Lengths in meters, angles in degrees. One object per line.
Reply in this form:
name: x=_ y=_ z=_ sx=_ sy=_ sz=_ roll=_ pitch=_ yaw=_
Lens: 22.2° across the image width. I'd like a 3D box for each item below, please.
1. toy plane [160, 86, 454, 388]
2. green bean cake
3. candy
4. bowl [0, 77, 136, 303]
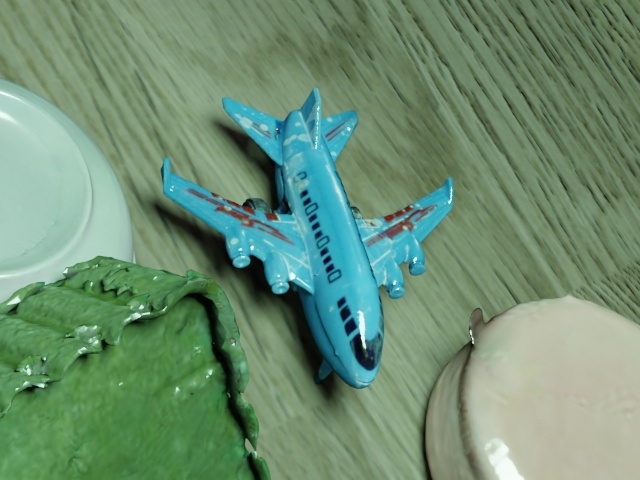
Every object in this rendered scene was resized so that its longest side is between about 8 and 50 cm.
toy plane: x=0.000 y=0.000 z=1.278 sx=0.254 sy=0.105 sz=0.271 roll=4 pitch=60 yaw=-25
green bean cake: x=-0.151 y=0.159 z=1.020 sx=0.241 sy=0.132 sz=0.255 roll=-37 pitch=124 yaw=-38
candy: x=0.197 y=0.159 z=1.284 sx=0.255 sy=0.094 sz=0.255 roll=14 pitch=55 yaw=-20
bowl: x=-0.254 y=-0.007 z=1.126 sx=0.287 sy=0.144 sz=0.287 roll=13 pitch=56 yaw=-19
